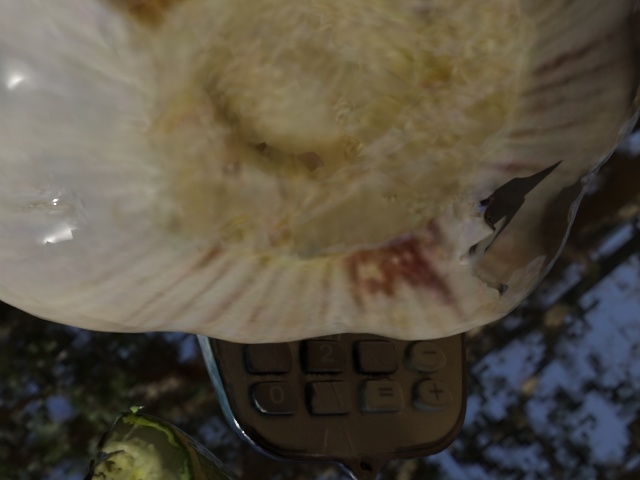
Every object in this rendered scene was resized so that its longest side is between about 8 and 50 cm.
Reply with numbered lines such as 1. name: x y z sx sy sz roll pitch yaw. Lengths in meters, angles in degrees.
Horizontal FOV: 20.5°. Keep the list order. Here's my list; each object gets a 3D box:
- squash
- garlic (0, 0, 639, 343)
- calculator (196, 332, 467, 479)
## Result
1. squash: -0.053 0.259 1.207 0.288 0.111 0.203 56 -145 -37
2. garlic: -0.013 -0.096 0.642 0.322 0.322 0.241 36 -132 -25
3. calculator: 0.000 0.000 0.945 0.177 0.040 0.268 4 -115 -35
